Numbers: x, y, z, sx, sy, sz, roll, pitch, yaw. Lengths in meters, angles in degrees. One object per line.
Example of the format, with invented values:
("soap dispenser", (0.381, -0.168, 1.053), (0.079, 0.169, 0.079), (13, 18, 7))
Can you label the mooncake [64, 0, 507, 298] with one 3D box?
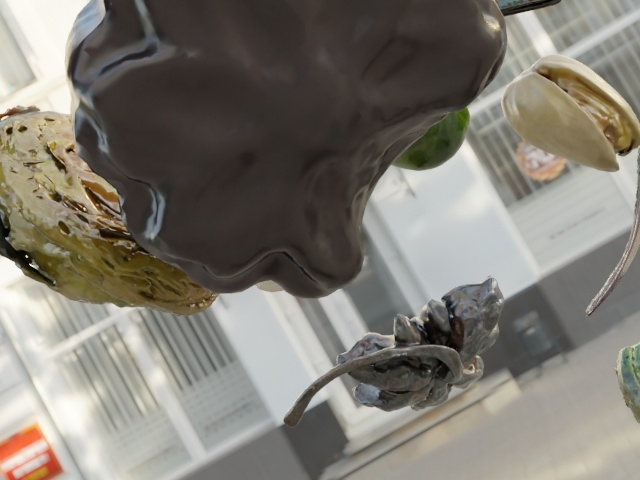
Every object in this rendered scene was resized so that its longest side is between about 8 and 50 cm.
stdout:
("mooncake", (-0.039, -0.139, 0.987), (0.381, 0.351, 0.212), (-64, 20, 15))

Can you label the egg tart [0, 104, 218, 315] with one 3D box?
("egg tart", (-0.233, -0.018, 1.170), (0.132, 0.297, 0.297), (-51, -15, 30))

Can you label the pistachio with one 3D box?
("pistachio", (0.400, -0.197, 1.808), (0.157, 0.229, 0.157), (-48, -16, -18))

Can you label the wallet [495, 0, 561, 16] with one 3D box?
("wallet", (0.275, -0.441, 1.622), (0.137, 0.255, 0.031), (-6, -20, 25))

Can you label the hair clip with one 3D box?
("hair clip", (0.229, -0.006, 0.850), (0.054, 0.022, 0.137), (4, -76, -70))

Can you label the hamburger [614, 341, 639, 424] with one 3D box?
("hamburger", (0.540, 0.220, 1.617), (0.192, 0.288, 0.167), (14, -54, -20))

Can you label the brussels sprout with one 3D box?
("brussels sprout", (0.155, -0.201, 1.794), (0.161, 0.180, 0.144), (19, 6, 30))

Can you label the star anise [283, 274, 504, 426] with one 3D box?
("star anise", (0.154, 0.196, 1.755), (0.359, 0.139, 0.316), (-46, -41, 20))

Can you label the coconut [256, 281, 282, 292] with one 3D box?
("coconut", (-0.057, 0.007, 1.820), (0.147, 0.147, 0.153), (-27, 4, -29))
